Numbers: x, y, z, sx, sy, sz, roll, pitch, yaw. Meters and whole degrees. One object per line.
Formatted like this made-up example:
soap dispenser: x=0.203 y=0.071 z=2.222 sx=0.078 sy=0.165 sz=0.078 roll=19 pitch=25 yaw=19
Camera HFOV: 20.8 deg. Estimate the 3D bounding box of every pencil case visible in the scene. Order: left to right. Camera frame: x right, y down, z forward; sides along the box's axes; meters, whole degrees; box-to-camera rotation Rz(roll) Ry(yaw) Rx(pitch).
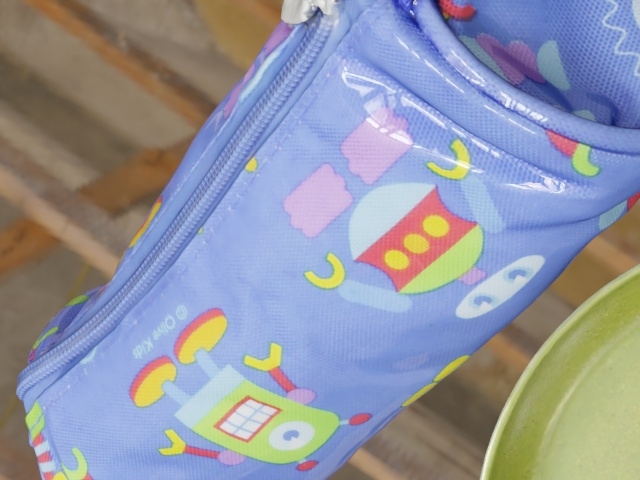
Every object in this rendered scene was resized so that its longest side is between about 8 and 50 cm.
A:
pencil case: x=0.000 y=0.000 z=0.590 sx=0.133 sy=0.306 sz=0.119 roll=17 pitch=-132 yaw=-25

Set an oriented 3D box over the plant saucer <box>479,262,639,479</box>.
plant saucer: x=0.179 y=0.110 z=0.662 sx=0.241 sy=0.241 sz=0.037 roll=30 pitch=-172 yaw=2
